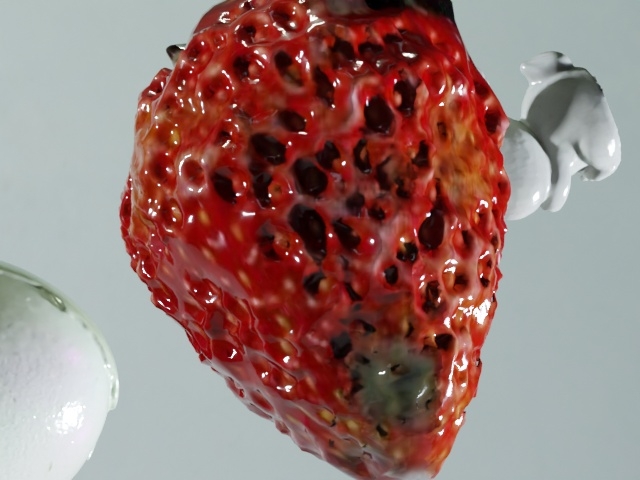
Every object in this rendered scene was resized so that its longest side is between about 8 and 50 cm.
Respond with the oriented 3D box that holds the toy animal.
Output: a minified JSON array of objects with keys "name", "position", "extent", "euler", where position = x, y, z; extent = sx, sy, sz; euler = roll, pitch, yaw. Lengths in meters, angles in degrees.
[{"name":"toy animal","position":[0.221,-0.118,1.708],"extent":[0.193,0.127,0.178],"euler":[-13,103,-7]}]

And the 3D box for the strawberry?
[{"name":"strawberry","position":[-0.009,-0.011,1.070],"extent":[0.292,0.292,0.310],"euler":[19,56,-4]}]

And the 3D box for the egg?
[{"name":"egg","position":[-0.341,0.143,1.382],"extent":[0.336,0.278,0.278],"euler":[-17,57,22]}]
